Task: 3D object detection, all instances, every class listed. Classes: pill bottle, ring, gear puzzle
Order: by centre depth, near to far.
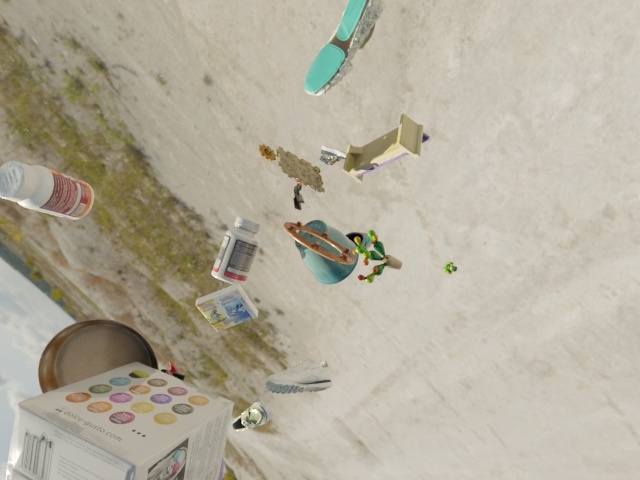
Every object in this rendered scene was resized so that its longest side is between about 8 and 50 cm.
[{"bbox_3d":[-0.760,-0.138,1.155,0.121,0.121,0.221,31,179,17],"label":"pill bottle"},{"bbox_3d":[0.000,0.000,1.720,0.336,0.032,0.336,28,-168,-7],"label":"ring"},{"bbox_3d":[-0.125,-0.305,1.754,0.339,0.175,0.044,22,131,-36],"label":"gear puzzle"},{"bbox_3d":[-0.407,0.050,2.064,0.176,0.319,0.176,20,177,1],"label":"pill bottle"}]

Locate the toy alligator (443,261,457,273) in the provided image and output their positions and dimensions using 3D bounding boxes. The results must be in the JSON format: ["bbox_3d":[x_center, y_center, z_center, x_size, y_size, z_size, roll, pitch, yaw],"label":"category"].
[{"bbox_3d":[0.619,0.131,1.948,0.051,0.056,0.189,10,176,6],"label":"toy alligator"}]

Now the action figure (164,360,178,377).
[{"bbox_3d":[-0.646,0.475,1.402,0.139,0.280,0.091,61,178,-16],"label":"action figure"}]

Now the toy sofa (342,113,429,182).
[{"bbox_3d":[0.279,-0.370,1.774,0.177,0.150,0.362,27,154,-30],"label":"toy sofa"}]

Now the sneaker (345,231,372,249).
[{"bbox_3d":[0.168,0.054,2.431,0.124,0.295,0.178,53,-169,28],"label":"sneaker"}]

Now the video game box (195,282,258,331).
[{"bbox_3d":[-0.404,0.294,1.807,0.048,0.205,0.187,-100,-14,-57],"label":"video game box"}]

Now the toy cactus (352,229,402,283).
[{"bbox_3d":[0.200,0.070,1.475,0.180,0.219,0.112,20,134,-15],"label":"toy cactus"}]

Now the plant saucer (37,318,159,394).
[{"bbox_3d":[-0.612,0.363,1.165,0.310,0.310,0.050,47,179,-12],"label":"plant saucer"}]

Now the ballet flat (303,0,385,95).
[{"bbox_3d":[0.097,-0.684,1.478,0.147,0.147,0.409,38,114,6],"label":"ballet flat"}]

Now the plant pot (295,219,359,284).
[{"bbox_3d":[0.014,0.041,2.052,0.271,0.272,0.255,12,155,42],"label":"plant pot"}]

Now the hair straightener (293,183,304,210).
[{"bbox_3d":[-0.102,-0.245,2.086,0.047,0.230,0.089,19,121,-16],"label":"hair straightener"}]

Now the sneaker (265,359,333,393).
[{"bbox_3d":[-0.071,0.430,1.318,0.235,0.095,0.090,11,146,-33],"label":"sneaker"}]

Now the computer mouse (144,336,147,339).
[{"bbox_3d":[-0.669,0.409,1.358,0.041,0.242,0.071,42,158,-6],"label":"computer mouse"}]

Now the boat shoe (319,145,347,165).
[{"bbox_3d":[0.072,-0.396,1.996,0.183,0.065,0.083,28,111,38],"label":"boat shoe"}]

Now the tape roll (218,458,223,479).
[{"bbox_3d":[-0.476,0.786,1.418,0.275,0.275,0.090,46,144,-9],"label":"tape roll"}]

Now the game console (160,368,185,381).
[{"bbox_3d":[-0.620,0.726,1.871,0.361,0.213,0.044,7,163,26],"label":"game console"}]

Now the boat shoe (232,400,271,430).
[{"bbox_3d":[-0.338,0.875,2.032,0.109,0.094,0.302,54,134,13],"label":"boat shoe"}]

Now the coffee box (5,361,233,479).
[{"bbox_3d":[-0.457,0.531,0.967,0.337,0.338,0.334,13,-176,21],"label":"coffee box"}]
